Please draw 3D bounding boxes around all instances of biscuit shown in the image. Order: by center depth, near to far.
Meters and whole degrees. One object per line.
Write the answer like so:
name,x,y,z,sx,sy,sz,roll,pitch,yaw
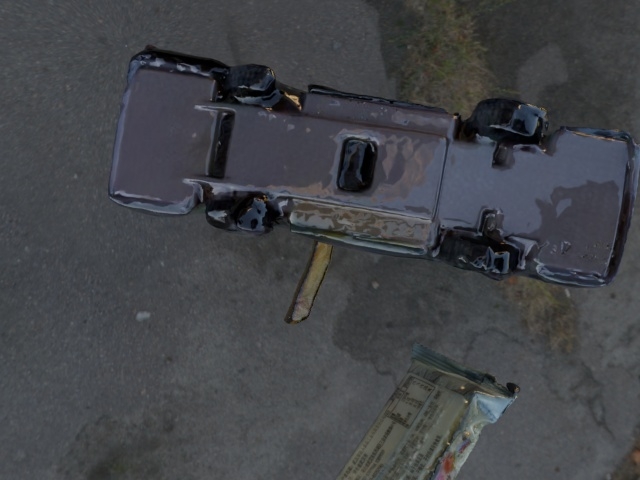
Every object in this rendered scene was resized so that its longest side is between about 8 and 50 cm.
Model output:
biscuit,0.134,0.301,0.857,0.309,0.186,0.079,-52,131,-22

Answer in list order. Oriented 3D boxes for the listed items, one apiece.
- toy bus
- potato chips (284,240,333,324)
toy bus,0.031,-0.042,0.411,0.316,0.138,0.113,13,90,4
potato chips,0.000,0.000,0.653,0.026,0.037,0.204,12,99,-19
